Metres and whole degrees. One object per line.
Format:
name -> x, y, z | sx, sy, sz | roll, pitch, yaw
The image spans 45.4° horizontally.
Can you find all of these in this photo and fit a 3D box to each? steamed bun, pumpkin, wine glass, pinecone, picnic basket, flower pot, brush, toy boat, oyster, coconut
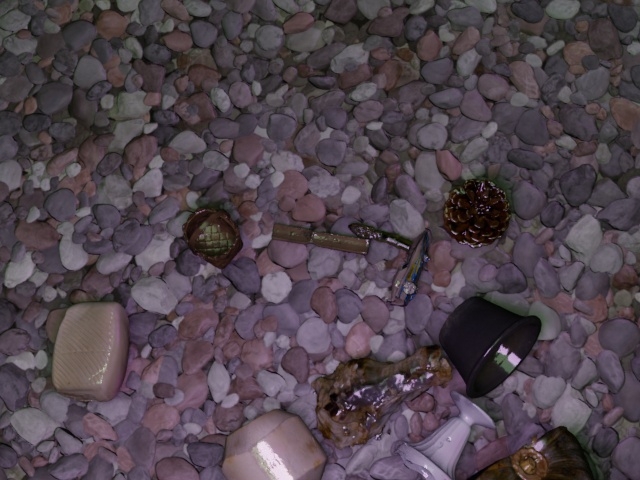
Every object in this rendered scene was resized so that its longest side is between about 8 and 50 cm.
steamed bun -> -0.531, 0.267, 1.812 | 0.170, 0.152, 0.238 | -3, 61, 11
pumpkin -> 0.447, 0.565, 1.607 | 0.325, 0.242, 0.232 | -22, 61, -18
wine glass -> 0.280, 0.446, 1.697 | 0.165, 0.165, 0.196 | 36, 77, 12
pinecone -> 0.372, -0.073, 1.803 | 0.163, 0.165, 0.162 | -1, 72, 3
picnic basket -> -0.264, -0.018, 1.834 | 0.138, 0.178, 0.128 | 37, 82, 12
flower pot -> 0.365, 0.222, 1.726 | 0.235, 0.235, 0.148 | -45, 58, -6
brush -> 0.000, 0.000, 1.886 | 0.248, 0.036, 0.043 | 9, 73, 13
toy boat -> 0.219, 0.067, 1.834 | 0.066, 0.084, 0.210 | 23, 70, 5
oyster -> 0.141, 0.351, 1.743 | 0.337, 0.133, 0.197 | -20, 84, 4
coconut -> -0.098, 0.499, 1.686 | 0.241, 0.241, 0.241 | -1, 77, 4

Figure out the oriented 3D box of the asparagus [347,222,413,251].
asparagus -> 0.145, -0.010, 1.876 | 0.165, 0.030, 0.036 | 17, 89, 8
